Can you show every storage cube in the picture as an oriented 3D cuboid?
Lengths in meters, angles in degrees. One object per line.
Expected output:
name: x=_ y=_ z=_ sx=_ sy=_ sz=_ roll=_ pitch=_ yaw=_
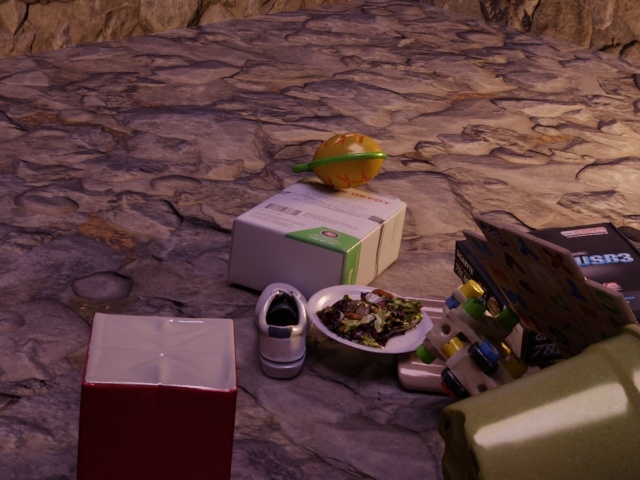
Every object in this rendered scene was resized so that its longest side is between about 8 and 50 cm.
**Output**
storage cube: x=-0.198 y=0.217 z=1.553 sx=0.183 sy=0.193 sz=0.215 roll=4 pitch=22 yaw=-7

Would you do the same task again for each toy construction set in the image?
toy construction set: x=0.272 y=0.197 z=1.780 sx=0.327 sy=0.151 sz=0.215 roll=36 pitch=15 yaw=21

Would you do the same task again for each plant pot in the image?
plant pot: x=0.288 y=0.261 z=1.536 sx=0.253 sy=0.276 sz=0.276 roll=-11 pitch=26 yaw=-12

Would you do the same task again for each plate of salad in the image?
plate of salad: x=0.079 y=0.111 z=1.944 sx=0.199 sy=0.048 sz=0.200 roll=10 pitch=27 yaw=-5

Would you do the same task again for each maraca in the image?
maraca: x=0.034 y=-0.140 z=2.281 sx=0.185 sy=0.099 sz=0.127 roll=-9 pitch=-6 yaw=41

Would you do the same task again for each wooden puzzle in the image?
wooden puzzle: x=0.224 y=0.172 z=1.975 sx=0.220 sy=0.044 sz=0.239 roll=6 pitch=27 yaw=-2

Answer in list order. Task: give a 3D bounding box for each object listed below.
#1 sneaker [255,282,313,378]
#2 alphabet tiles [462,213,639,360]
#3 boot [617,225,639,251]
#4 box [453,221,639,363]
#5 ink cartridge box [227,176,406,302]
sneaker: x=-0.052 y=0.114 z=1.962 sx=0.094 sy=0.091 sz=0.258 roll=4 pitch=23 yaw=-6
alphabet tiles: x=0.332 y=0.096 z=1.707 sx=0.011 sy=0.342 sz=0.285 roll=-49 pitch=39 yaw=-13
boot: x=0.567 y=0.084 z=2.209 sx=0.222 sy=0.118 sz=0.338 roll=-19 pitch=25 yaw=-36
box: x=0.403 y=0.078 z=2.056 sx=0.295 sy=0.073 sz=0.293 roll=-5 pitch=32 yaw=-14
ink cartridge box: x=0.000 y=0.000 z=2.204 sx=0.211 sy=0.122 sz=0.289 roll=16 pitch=23 yaw=20
